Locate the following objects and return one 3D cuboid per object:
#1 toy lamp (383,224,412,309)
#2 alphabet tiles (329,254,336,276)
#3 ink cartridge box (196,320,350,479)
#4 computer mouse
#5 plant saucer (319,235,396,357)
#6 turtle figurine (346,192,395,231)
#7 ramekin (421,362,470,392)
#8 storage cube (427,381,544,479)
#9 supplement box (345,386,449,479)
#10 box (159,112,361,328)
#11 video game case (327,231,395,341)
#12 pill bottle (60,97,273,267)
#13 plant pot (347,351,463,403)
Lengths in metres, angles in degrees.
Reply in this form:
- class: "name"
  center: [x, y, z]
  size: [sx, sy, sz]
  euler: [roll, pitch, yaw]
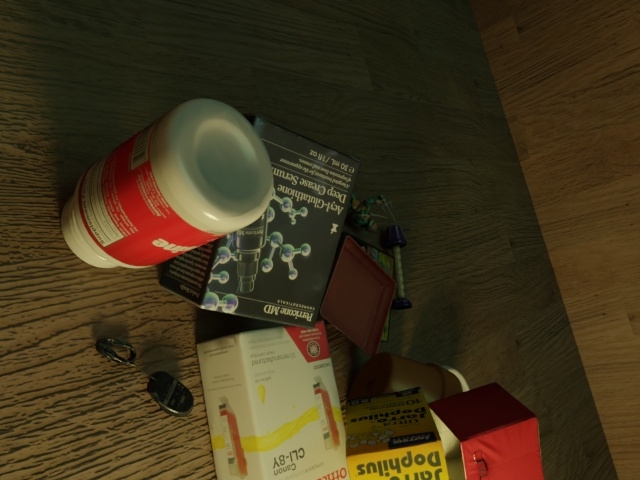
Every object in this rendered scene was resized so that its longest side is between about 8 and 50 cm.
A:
- class: "toy lamp"
  center: [0.249, 0.085, 1.978]
  size: [0.080, 0.080, 0.275]
  euler: [18, 63, -45]
- class: "alphabet tiles"
  center: [0.000, 0.000, 1.758]
  size: [0.284, 0.021, 0.278]
  euler: [36, 49, -35]
- class: "ink cartridge box"
  center: [-0.095, 0.392, 1.357]
  size: [0.279, 0.160, 0.385]
  euler: [1, 74, -50]
- class: "computer mouse"
  center: [-0.351, 0.274, 1.208]
  size: [0.242, 0.041, 0.071]
  euler: [45, 35, -19]
- class: "plant saucer"
  center: [0.099, 0.162, 1.713]
  size: [0.258, 0.047, 0.259]
  euler: [43, 52, -33]
- class: "turtle figurine"
  center: [0.123, -0.102, 1.874]
  size: [0.234, 0.118, 0.175]
  euler: [44, 28, -7]
- class: "ramekin"
  center: [0.371, 0.514, 1.893]
  size: [0.273, 0.127, 0.273]
  euler: [23, 58, -43]
- class: "storage cube"
  center: [0.385, 0.475, 1.424]
  size: [0.193, 0.215, 0.184]
  euler: [-14, 104, -11]
- class: "supplement box"
  center: [0.165, 0.480, 1.338]
  size: [0.356, 0.194, 0.195]
  euler: [-56, 135, -86]
- class: "box"
  center: [-0.129, -0.039, 1.322]
  size: [0.293, 0.212, 0.395]
  euler: [16, 89, -38]
- class: "video game case"
  center: [0.129, 0.142, 1.812]
  size: [0.248, 0.035, 0.275]
  euler: [26, 63, -41]
- class: "pill bottle"
  center: [-0.300, -0.079, 1.116]
  size: [0.229, 0.407, 0.229]
  euler: [23, 58, -43]
- class: "plant pot"
  center: [0.210, 0.434, 1.635]
  size: [0.203, 0.291, 0.291]
  euler: [35, 48, -16]
